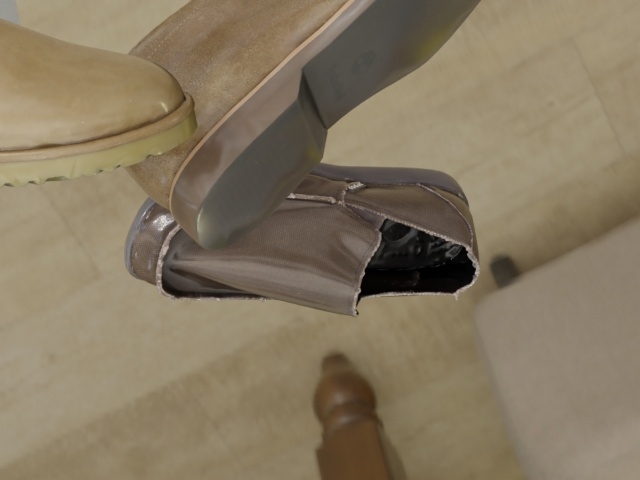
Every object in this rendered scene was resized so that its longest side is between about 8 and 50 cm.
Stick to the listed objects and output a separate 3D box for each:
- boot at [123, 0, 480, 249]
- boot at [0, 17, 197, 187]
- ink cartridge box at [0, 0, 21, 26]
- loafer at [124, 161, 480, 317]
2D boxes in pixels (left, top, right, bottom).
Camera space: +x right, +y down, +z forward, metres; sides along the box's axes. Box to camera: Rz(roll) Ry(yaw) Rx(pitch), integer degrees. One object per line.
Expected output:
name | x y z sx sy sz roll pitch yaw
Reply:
boot | 0.002 -0.137 0.902 0.305 0.115 0.112 -42 154 -16
boot | -0.186 -0.160 0.731 0.236 0.089 0.270 -5 111 -3
ink cartridge box | -0.383 -0.171 1.320 0.231 0.134 0.078 0 116 14
loafer | 0.000 0.000 1.470 0.366 0.130 0.134 -6 127 -26
